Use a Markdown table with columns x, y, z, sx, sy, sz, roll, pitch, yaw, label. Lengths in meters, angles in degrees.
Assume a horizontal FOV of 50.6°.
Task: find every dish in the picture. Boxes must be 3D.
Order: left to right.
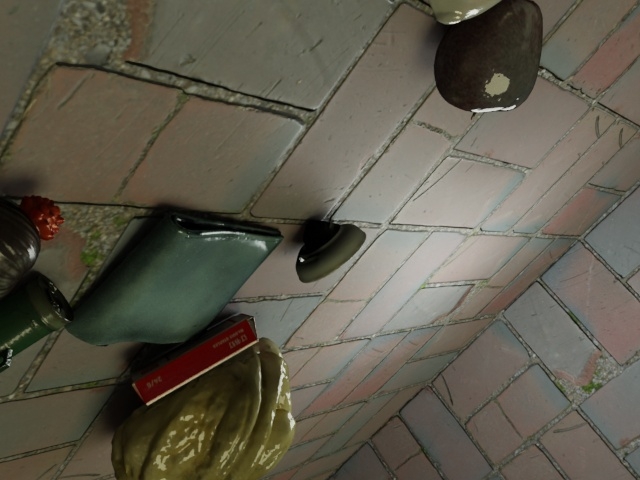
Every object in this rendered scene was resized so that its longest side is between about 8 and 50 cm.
| x | y | z | sx | sy | sz | roll | pitch | yaw | label |
| --- | --- | --- | --- | --- | --- | --- | --- | --- | --- |
| 0.000 | 0.000 | 1.166 | 0.141 | 0.078 | 0.141 | -34 | -164 | 11 | dish |

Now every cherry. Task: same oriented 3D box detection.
| x | y | z | sx | sy | sz | roll | pitch | yaw | label |
| --- | --- | --- | --- | --- | --- | --- | --- | --- | --- |
| 0.238 | -0.259 | 0.962 | 0.176 | 0.140 | 0.176 | -29 | 132 | -38 | cherry |

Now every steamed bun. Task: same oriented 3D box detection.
| x | y | z | sx | sy | sz | roll | pitch | yaw | label |
| --- | --- | --- | --- | --- | --- | --- | --- | --- | --- |
| -0.207 | 0.361 | 1.274 | 0.372 | 0.230 | 0.325 | -30 | 177 | -21 | steamed bun |

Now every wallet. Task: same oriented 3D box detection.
| x | y | z | sx | sy | sz | roll | pitch | yaw | label |
| --- | --- | --- | --- | --- | --- | --- | --- | --- | --- |
| -0.205 | 0.065 | 1.037 | 0.251 | 0.054 | 0.290 | -45 | 154 | 20 | wallet |

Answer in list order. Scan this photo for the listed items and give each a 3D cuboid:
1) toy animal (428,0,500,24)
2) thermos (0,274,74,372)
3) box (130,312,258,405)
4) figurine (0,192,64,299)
| x | y | z | sx | sy | sz | roll | pitch | yaw | label |
| --- | --- | --- | --- | --- | --- | --- | --- | --- | --- |
| 0.219 | -0.365 | 0.751 | 0.282 | 0.138 | 0.140 | -37 | 150 | 9 | toy animal |
| -0.411 | 0.128 | 0.858 | 0.187 | 0.083 | 0.073 | -33 | 176 | -4 | thermos |
| -0.219 | 0.202 | 1.188 | 0.229 | 0.050 | 0.123 | -29 | -173 | -16 | box |
| -0.366 | -0.028 | 0.637 | 0.138 | 0.110 | 0.245 | -41 | 146 | 0 | figurine |
